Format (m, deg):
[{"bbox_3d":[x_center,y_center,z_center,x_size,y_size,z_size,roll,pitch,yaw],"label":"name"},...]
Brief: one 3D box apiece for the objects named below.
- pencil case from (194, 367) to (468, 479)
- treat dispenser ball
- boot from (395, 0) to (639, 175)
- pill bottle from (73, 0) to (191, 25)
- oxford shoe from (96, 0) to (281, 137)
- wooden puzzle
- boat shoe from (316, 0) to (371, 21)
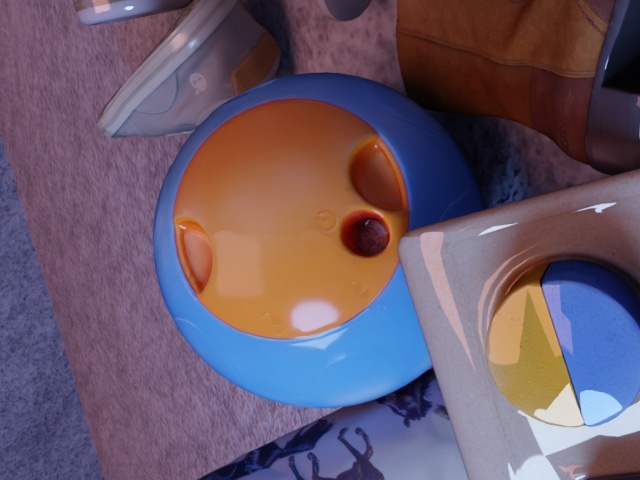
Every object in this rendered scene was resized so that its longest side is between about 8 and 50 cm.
[{"bbox_3d":[0.020,0.249,0.700,0.160,0.410,0.183,17,127,68],"label":"pencil case"},{"bbox_3d":[0.000,0.000,0.698,0.288,0.288,0.288,37,138,44],"label":"treat dispenser ball"},{"bbox_3d":[0.151,-0.196,0.566,0.280,0.096,0.264,38,146,54],"label":"boot"},{"bbox_3d":[-0.265,-0.420,1.018,0.153,0.153,0.264,13,119,56],"label":"pill bottle"},{"bbox_3d":[-0.183,-0.194,1.045,0.130,0.169,0.449,39,159,-20],"label":"oxford shoe"},{"bbox_3d":[0.230,0.114,0.461,0.348,0.080,0.322,-15,96,31],"label":"wooden puzzle"},{"bbox_3d":[0.010,-0.309,0.713,0.070,0.078,0.219,22,118,52],"label":"boat shoe"}]
